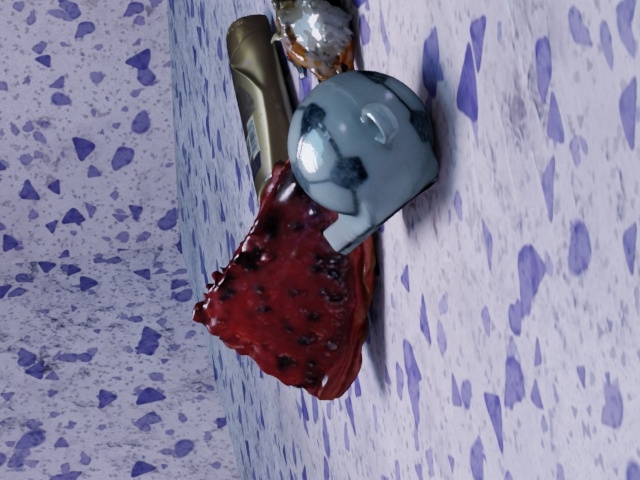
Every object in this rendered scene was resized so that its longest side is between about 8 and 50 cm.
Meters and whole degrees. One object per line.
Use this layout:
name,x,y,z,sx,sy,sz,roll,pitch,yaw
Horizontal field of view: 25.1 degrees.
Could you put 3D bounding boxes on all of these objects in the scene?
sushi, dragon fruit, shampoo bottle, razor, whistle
sushi,-0.016,-0.284,1.790,0.103,0.097,0.226,99,159,-45
dragon fruit,0.009,0.005,1.894,0.286,0.228,0.329,-59,2,17
shampoo bottle,-0.086,-0.206,2.236,0.125,0.084,0.350,101,159,-52
razor,-0.023,-0.268,2.007,0.190,0.033,0.066,168,94,-78
whistle,0.036,-0.091,1.506,0.289,0.163,0.163,135,127,-75
